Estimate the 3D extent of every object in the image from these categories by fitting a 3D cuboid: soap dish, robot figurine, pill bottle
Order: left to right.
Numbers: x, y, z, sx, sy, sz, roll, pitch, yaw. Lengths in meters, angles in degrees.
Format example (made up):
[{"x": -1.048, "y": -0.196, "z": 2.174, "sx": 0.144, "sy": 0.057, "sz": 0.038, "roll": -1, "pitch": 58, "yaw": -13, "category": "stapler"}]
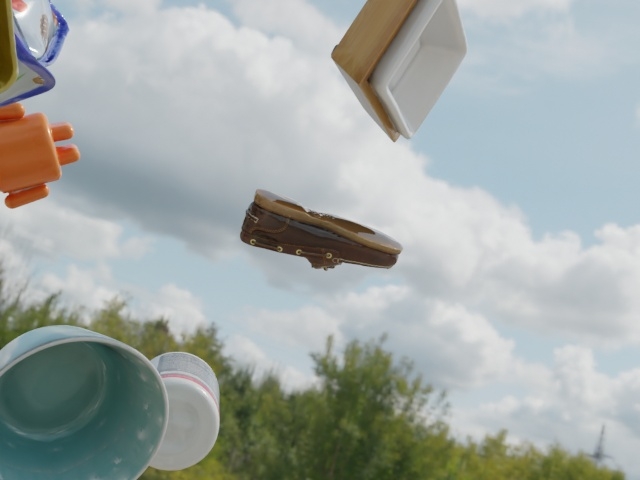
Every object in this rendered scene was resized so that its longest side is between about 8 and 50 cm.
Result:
[{"x": -0.537, "y": -0.152, "z": 1.655, "sx": 0.219, "sy": 0.128, "sz": 0.158, "roll": -16, "pitch": -32, "yaw": -14, "category": "robot figurine"}, {"x": -0.289, "y": 0.321, "z": 1.881, "sx": 0.176, "sy": 0.176, "sz": 0.318, "roll": 19, "pitch": 5, "yaw": -8, "category": "pill bottle"}, {"x": 0.137, "y": -0.315, "z": 1.590, "sx": 0.118, "sy": 0.229, "sz": 0.291, "roll": 32, "pitch": -2, "yaw": 20, "category": "soap dish"}]

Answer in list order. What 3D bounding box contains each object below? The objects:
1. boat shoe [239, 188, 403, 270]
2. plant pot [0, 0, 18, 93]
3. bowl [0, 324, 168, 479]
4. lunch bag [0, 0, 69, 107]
[{"x": 0.000, "y": 0.000, "z": 1.199, "sx": 0.206, "sy": 0.073, "sz": 0.073, "roll": 19, "pitch": 14, "yaw": -11, "category": "boat shoe"}, {"x": -0.357, "y": -0.187, "z": 0.640, "sx": 0.187, "sy": 0.212, "sz": 0.212, "roll": 38, "pitch": -36, "yaw": 17, "category": "plant pot"}, {"x": -0.410, "y": 0.257, "z": 1.486, "sx": 0.311, "sy": 0.312, "sz": 0.163, "roll": 27, "pitch": 7, "yaw": -35, "category": "bowl"}, {"x": -0.492, "y": -0.249, "z": 1.127, "sx": 0.327, "sy": 0.239, "sz": 0.385, "roll": -19, "pitch": 26, "yaw": -2, "category": "lunch bag"}]
